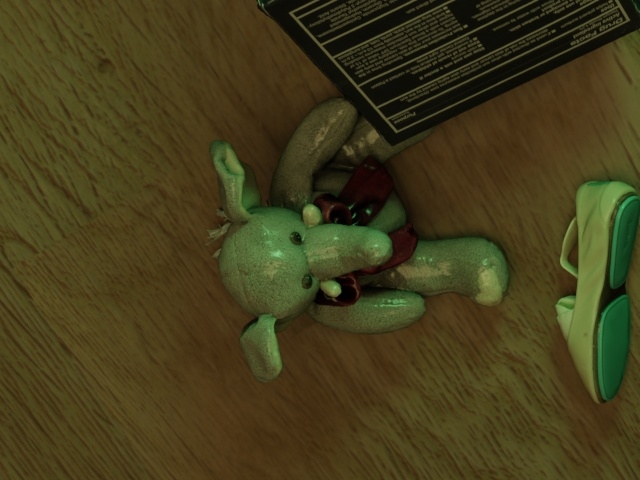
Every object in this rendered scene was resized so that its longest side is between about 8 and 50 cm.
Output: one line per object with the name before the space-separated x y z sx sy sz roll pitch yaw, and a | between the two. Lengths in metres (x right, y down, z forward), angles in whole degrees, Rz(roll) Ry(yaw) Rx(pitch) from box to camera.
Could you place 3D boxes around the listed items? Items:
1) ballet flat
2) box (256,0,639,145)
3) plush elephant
ballet flat | 0.294 0.052 1.965 0.086 0.086 0.248 8 108 11
box | 0.114 -0.278 1.755 0.296 0.294 0.182 -25 56 15
plush elephant | 0.000 0.000 1.915 0.330 0.255 0.272 -12 104 17
